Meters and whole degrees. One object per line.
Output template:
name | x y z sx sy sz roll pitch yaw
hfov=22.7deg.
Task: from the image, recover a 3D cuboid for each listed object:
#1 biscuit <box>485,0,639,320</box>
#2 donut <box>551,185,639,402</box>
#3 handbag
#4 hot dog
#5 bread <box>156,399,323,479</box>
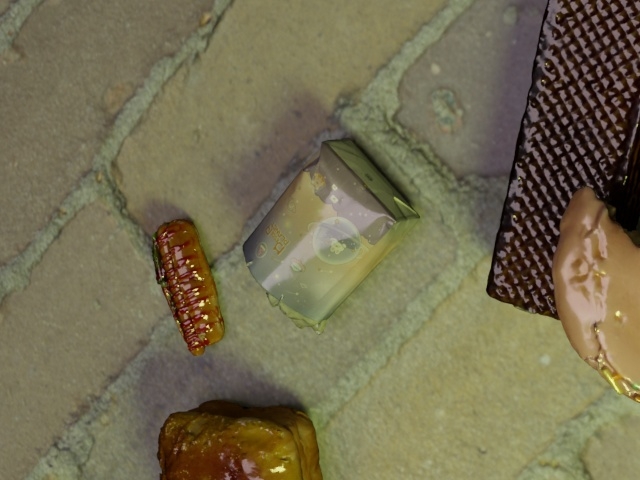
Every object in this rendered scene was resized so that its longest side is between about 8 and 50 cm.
biscuit | 0.236 -0.117 1.364 0.107 0.073 0.388 19 111 27
donut | 0.306 0.041 1.299 0.233 0.085 0.199 -6 93 4
handbag | 0.000 0.000 1.531 0.117 0.095 0.173 49 119 19
hot dog | -0.139 0.049 1.663 0.062 0.038 0.144 -13 93 34
bread | -0.074 0.355 1.648 0.185 0.109 0.380 -2 101 33
